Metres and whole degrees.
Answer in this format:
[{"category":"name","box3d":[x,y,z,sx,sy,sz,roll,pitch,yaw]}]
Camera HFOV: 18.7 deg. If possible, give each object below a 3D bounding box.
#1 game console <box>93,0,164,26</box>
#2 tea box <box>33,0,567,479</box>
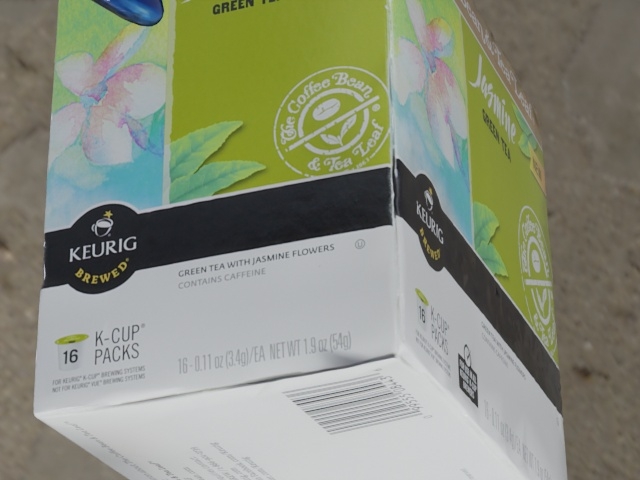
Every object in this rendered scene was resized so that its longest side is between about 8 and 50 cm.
[{"category":"game console","box3d":[-0.229,-0.158,0.828,0.250,0.173,0.293,-25,29,1]},{"category":"tea box","box3d":[0.000,0.000,1.198,0.220,0.329,0.323,-11,62,18]}]
